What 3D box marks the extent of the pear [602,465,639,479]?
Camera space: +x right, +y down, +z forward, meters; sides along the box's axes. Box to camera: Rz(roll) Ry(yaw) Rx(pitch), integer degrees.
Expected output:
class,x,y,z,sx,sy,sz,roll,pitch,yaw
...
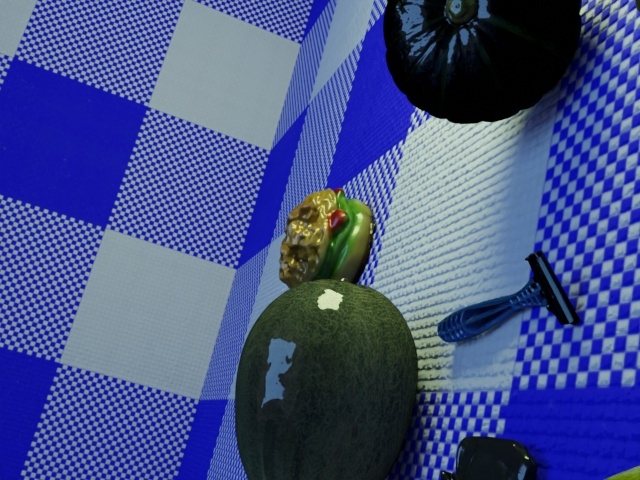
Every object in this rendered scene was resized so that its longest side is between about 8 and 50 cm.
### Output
class,x,y,z,sx,sy,sz,roll,pitch,yaw
pear,0.192,0.233,0.456,0.255,0.164,0.238,159,126,-73

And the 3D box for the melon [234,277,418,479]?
class,x,y,z,sx,sy,sz,roll,pitch,yaw
melon,0.004,0.211,1.010,0.248,0.249,0.329,150,134,-69

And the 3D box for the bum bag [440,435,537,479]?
class,x,y,z,sx,sy,sz,roll,pitch,yaw
bum bag,0.145,0.313,0.725,0.123,0.060,0.248,161,128,-71

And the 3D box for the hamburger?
class,x,y,z,sx,sy,sz,roll,pitch,yaw
hamburger,0.000,0.000,1.473,0.237,0.149,0.237,-161,90,-77

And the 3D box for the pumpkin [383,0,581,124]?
class,x,y,z,sx,sy,sz,roll,pitch,yaw
pumpkin,0.210,-0.268,0.950,0.248,0.248,0.248,-161,90,-76

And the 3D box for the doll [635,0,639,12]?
class,x,y,z,sx,sy,sz,roll,pitch,yaw
doll,0.359,-0.210,0.578,0.209,0.097,0.137,-36,67,40

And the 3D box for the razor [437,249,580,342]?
class,x,y,z,sx,sy,sz,roll,pitch,yaw
razor,0.203,0.080,0.843,0.082,0.042,0.253,63,154,8
